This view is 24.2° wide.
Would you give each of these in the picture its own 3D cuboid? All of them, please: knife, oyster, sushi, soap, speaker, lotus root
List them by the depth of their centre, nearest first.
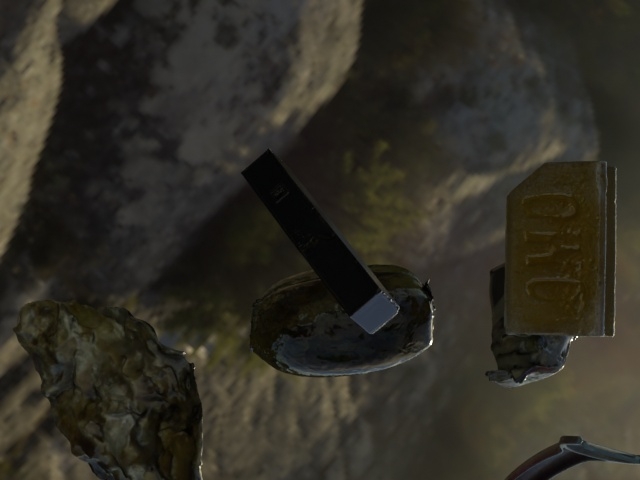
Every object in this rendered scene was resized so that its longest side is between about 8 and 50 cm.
[{"bbox_3d":[0.000,0.000,1.628,0.044,0.218,0.082,-40,153,4],"label":"speaker"},{"bbox_3d":[-0.237,0.204,1.775,0.115,0.351,0.238,-30,163,-41],"label":"oyster"},{"bbox_3d":[0.320,0.013,1.992,0.073,0.140,0.232,11,80,-66],"label":"soap"},{"bbox_3d":[0.327,0.309,2.034,0.278,0.123,0.053,-42,-149,57],"label":"knife"},{"bbox_3d":[0.318,0.127,2.109,0.134,0.109,0.273,-31,-151,31],"label":"sushi"},{"bbox_3d":[0.029,0.121,2.153,0.152,0.275,0.160,-85,167,-65],"label":"lotus root"}]
